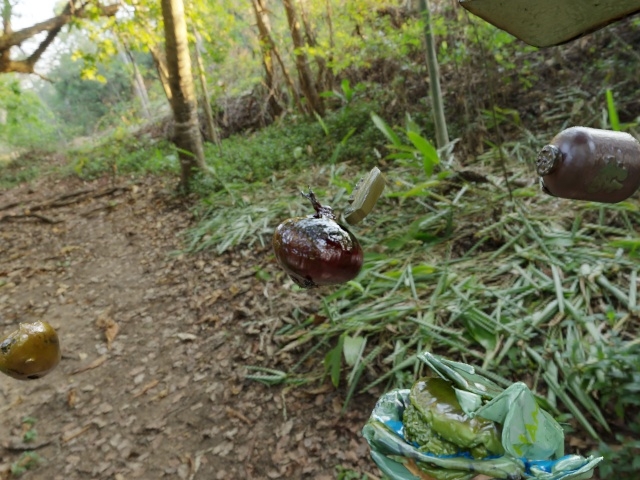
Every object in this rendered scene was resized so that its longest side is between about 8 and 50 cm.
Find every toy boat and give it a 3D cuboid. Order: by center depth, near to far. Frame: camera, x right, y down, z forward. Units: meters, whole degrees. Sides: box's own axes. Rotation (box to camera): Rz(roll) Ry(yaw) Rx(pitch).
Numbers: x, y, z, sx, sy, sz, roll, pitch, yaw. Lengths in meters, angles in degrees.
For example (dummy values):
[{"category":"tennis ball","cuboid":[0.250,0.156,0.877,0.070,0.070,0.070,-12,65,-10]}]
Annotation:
[{"category":"toy boat","cuboid":[0.123,-0.125,1.438,0.077,0.057,0.200,-4,47,48]}]

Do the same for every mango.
[{"category":"mango","cuboid":[-0.386,0.153,0.679,0.077,0.063,0.127,-30,-15,-23]}]

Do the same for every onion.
[{"category":"onion","cuboid":[0.000,0.000,1.393,0.273,0.284,0.273,14,-2,1]}]

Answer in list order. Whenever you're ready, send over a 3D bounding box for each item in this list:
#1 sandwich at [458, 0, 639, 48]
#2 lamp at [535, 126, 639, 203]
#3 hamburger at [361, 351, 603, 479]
[{"category":"sandwich","cuboid":[0.469,-0.494,0.970,0.271,0.099,0.301,13,-8,-26]},{"category":"lamp","cuboid":[0.629,-0.167,1.171,0.258,0.180,0.180,7,15,-9]},{"category":"hamburger","cuboid":[0.199,0.230,0.680,0.276,0.150,0.260,8,4,8]}]
